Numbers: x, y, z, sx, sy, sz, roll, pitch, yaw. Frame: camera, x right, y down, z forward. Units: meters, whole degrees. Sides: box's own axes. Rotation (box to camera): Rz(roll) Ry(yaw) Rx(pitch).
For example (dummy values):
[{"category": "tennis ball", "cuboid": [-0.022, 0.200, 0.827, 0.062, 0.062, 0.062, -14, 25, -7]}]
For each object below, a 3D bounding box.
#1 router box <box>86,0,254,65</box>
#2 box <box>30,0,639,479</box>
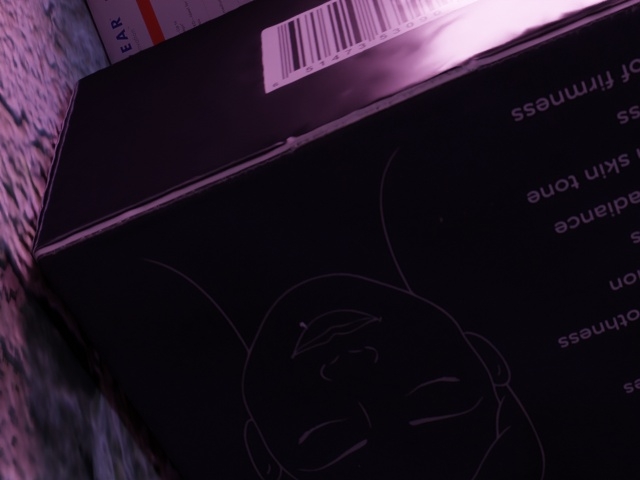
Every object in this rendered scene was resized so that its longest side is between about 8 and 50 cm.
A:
[{"category": "router box", "cuboid": [-0.089, -0.315, 1.113, 0.082, 0.301, 0.335, -12, 81, -80]}, {"category": "box", "cuboid": [0.117, 0.031, 0.925, 0.297, 0.480, 0.471, -98, 163, -60]}]
